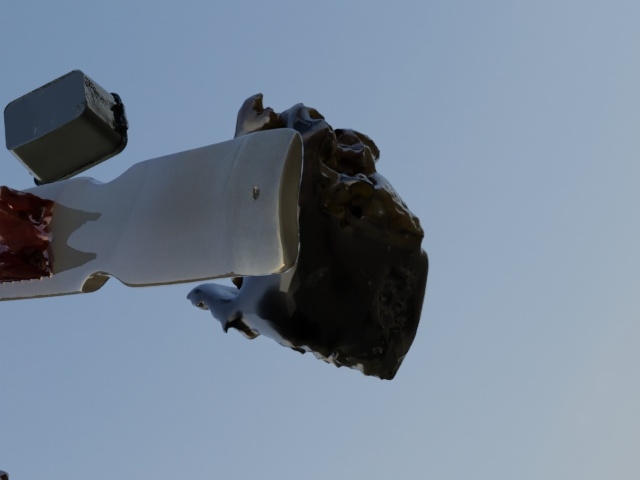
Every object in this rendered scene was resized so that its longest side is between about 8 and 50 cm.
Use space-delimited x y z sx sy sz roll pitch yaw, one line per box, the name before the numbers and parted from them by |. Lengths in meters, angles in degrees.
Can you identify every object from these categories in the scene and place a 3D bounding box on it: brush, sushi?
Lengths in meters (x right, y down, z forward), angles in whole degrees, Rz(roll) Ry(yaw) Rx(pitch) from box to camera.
brush | -0.121 -0.006 0.632 0.050 0.321 0.060 10 -101 -39
sushi | -0.006 -0.002 1.152 0.213 0.200 0.204 22 -93 -54

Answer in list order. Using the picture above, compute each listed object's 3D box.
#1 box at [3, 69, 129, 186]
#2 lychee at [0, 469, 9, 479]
box | -0.267 -0.118 1.366 0.122 0.084 0.069 -25 -35 14
lychee | -0.407 0.333 1.046 0.425 0.424 0.500 -50 8 -19
